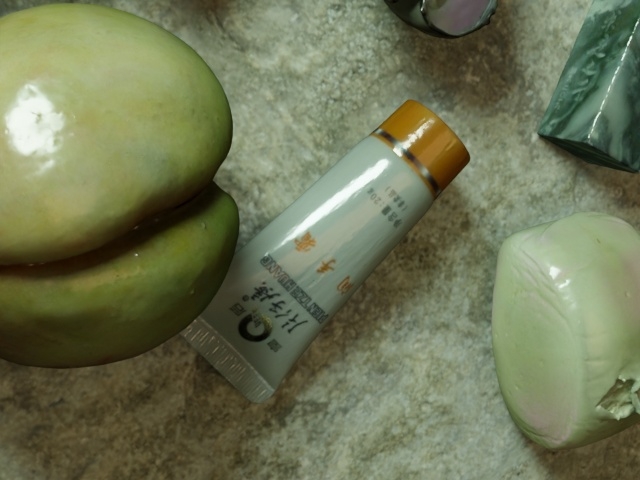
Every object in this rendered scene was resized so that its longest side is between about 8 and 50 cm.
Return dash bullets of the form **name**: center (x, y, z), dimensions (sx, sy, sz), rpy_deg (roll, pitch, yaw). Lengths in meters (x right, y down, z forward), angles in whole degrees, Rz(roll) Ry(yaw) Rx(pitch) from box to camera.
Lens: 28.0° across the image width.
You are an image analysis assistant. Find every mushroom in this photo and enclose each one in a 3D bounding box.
- **mushroom**: center (0.089, -0.274, 1.170), dimensions (0.141, 0.117, 0.188), rpy_deg (-19, 102, -20)

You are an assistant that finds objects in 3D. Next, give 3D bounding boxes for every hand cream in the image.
- **hand cream**: center (0.000, 0.000, 1.210), dimensions (0.314, 0.089, 0.139), rpy_deg (-47, 115, -3)

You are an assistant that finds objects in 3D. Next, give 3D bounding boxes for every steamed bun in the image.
- **steamed bun**: center (0.279, 0.097, 1.329), dimensions (0.170, 0.152, 0.239), rpy_deg (-14, 109, -25)

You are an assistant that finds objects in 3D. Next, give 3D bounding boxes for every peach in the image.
- **peach**: center (-0.201, -0.036, 1.003), dimensions (0.292, 0.247, 0.292), rpy_deg (-15, 129, -20)

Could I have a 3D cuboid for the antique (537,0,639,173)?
- **antique**: center (0.311, -0.172, 1.325), dimensions (0.086, 0.088, 0.183), rpy_deg (24, 89, -30)
